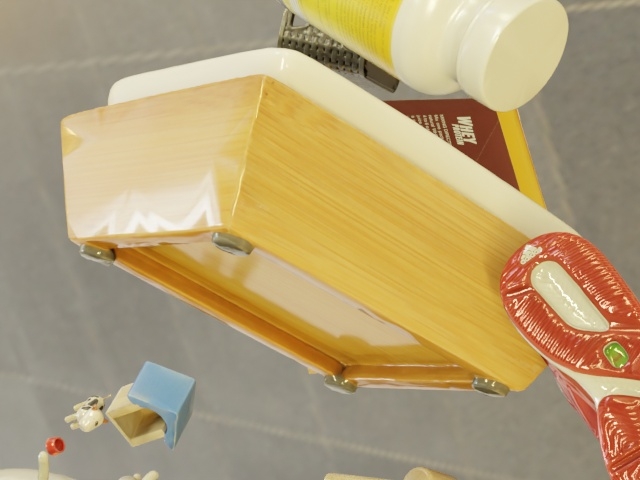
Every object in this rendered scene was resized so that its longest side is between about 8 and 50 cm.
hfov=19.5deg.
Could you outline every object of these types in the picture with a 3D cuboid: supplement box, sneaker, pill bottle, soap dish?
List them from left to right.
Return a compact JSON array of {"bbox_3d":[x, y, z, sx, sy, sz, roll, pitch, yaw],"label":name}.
[{"bbox_3d":[0.000,0.000,1.162,0.291,0.118,0.229,30,160,-32],"label":"soap dish"},{"bbox_3d":[0.078,-0.006,1.562,0.129,0.194,0.191,114,148,-56],"label":"supplement box"},{"bbox_3d":[0.059,-0.152,1.137,0.184,0.103,0.103,37,139,34],"label":"pill bottle"},{"bbox_3d":[0.190,0.099,1.044,0.221,0.087,0.128,62,-172,25],"label":"sneaker"}]

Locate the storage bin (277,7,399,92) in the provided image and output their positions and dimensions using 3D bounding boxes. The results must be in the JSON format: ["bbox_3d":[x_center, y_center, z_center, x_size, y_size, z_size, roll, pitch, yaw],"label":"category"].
[{"bbox_3d":[0.030,-0.209,1.715,0.084,0.180,0.122,12,91,13],"label":"storage bin"}]

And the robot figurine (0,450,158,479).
[{"bbox_3d":[-0.232,0.310,1.303,0.200,0.300,0.353,29,94,22],"label":"robot figurine"}]

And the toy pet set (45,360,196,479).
[{"bbox_3d":[-0.137,0.161,1.461,0.065,0.114,0.122,-20,117,34],"label":"toy pet set"}]

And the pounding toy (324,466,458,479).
[{"bbox_3d":[0.058,0.252,1.375,0.206,0.094,0.181,-53,34,27],"label":"pounding toy"}]
